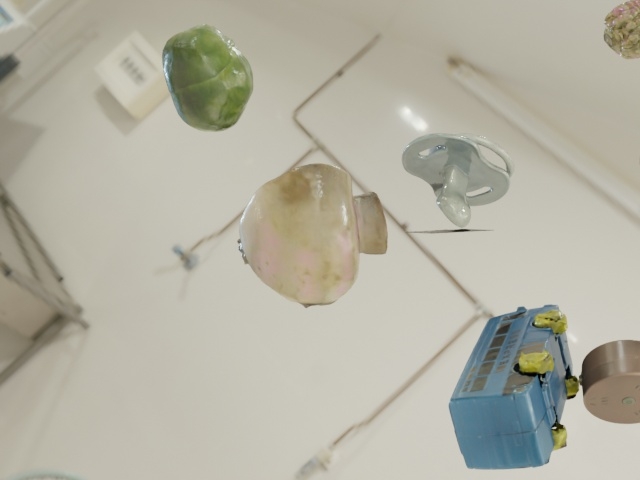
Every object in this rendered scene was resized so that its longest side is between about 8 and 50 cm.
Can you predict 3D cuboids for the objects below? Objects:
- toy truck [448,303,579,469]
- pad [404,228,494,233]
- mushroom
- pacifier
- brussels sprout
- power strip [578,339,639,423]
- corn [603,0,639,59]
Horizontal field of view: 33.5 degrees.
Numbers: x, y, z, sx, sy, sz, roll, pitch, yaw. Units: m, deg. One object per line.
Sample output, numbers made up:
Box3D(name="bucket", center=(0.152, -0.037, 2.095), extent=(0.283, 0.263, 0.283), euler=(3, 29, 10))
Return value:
Box3D(name="toy truck", center=(0.335, 0.234, 1.786), extent=(0.385, 0.162, 0.161), euler=(-44, 122, -63))
Box3D(name="pad", center=(0.264, -0.019, 2.189), extent=(0.112, 0.157, 0.003), euler=(3, -85, 61))
Box3D(name="mushroom", center=(0.003, -0.008, 1.683), extent=(0.173, 0.236, 0.162), euler=(100, -24, -52))
Box3D(name="pacifier", center=(0.313, -0.127, 2.409), extent=(0.227, 0.207, 0.279), euler=(-16, -41, 42))
Box3D(name="brussels sprout", center=(-0.149, -0.218, 1.433), extent=(0.155, 0.117, 0.155), euler=(-18, 90, -75))
Box3D(name="power strip", center=(0.514, 0.241, 1.793), extent=(0.154, 0.154, 0.078), euler=(48, 34, -36))
Box3D(name="corn", center=(0.772, -0.507, 2.306), extent=(0.126, 0.335, 0.126), euler=(62, 0, 1))
